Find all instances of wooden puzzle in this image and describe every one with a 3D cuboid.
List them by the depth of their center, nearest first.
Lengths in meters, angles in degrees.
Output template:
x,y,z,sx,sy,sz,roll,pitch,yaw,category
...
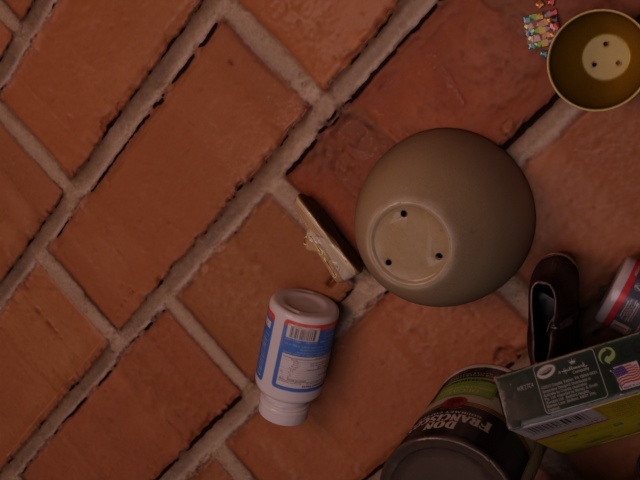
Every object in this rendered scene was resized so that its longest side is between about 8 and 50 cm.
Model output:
x,y,z,sx,sy,sz,roll,pitch,yaw,category
0.322,-0.307,1.231,0.049,0.006,0.083,-10,100,27,wooden puzzle

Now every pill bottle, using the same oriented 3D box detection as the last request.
x,y,z,sx,sy,sz,roll,pitch,yaw,category
0.497,0.108,1.209,0.180,0.108,0.108,28,114,15,pill bottle
-0.047,0.206,1.484,0.124,0.124,0.221,20,112,19,pill bottle

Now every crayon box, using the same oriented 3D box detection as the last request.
x,y,z,sx,sy,sz,roll,pitch,yaw,category
0.394,0.229,1.207,0.202,0.318,0.081,-22,61,21,crayon box

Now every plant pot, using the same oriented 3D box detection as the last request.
x,y,z,sx,sy,sz,roll,pitch,yaw,category
0.388,-0.249,1.166,0.134,0.095,0.134,7,107,24,plant pot
0.166,-0.018,1.283,0.284,0.191,0.284,7,106,23,plant pot

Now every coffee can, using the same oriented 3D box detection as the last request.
x,y,z,sx,sy,sz,roll,pitch,yaw,category
0.231,0.333,1.302,0.202,0.275,0.201,7,107,23,coffee can

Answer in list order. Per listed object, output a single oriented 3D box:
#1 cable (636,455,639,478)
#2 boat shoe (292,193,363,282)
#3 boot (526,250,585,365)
x,y,z,sx,sy,sz,roll,pitch,yaw,category
0.573,0.352,1.283,0.150,0.047,0.184,42,122,0,cable
0.000,0.000,1.437,0.059,0.063,0.170,-37,88,23,boat shoe
0.330,0.145,1.241,0.090,0.207,0.248,6,107,24,boot
